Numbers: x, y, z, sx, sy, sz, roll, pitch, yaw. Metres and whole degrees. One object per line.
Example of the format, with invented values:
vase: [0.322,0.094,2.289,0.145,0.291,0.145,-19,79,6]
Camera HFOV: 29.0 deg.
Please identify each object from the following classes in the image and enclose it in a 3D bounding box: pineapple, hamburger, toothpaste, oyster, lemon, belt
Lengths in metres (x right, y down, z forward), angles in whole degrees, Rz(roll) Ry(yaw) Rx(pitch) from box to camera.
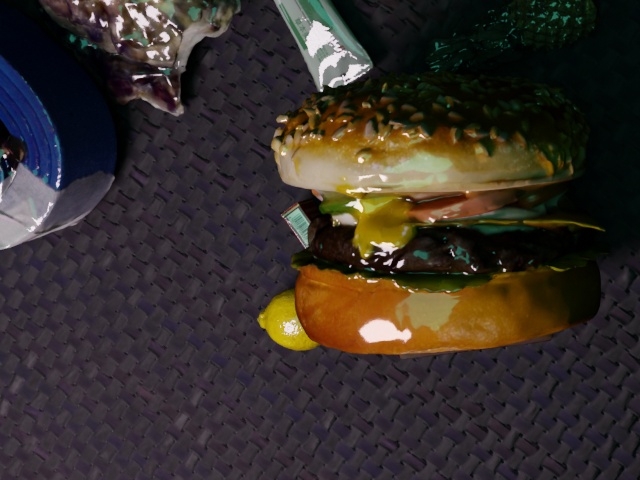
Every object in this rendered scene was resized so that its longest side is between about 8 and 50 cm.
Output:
pineapple: [0.169,-0.189,1.115,0.159,0.074,0.074,-24,90,21]
hamburger: [0.098,-0.031,1.044,0.291,0.291,0.225,0,100,15]
toothpaste: [-0.025,-0.243,1.175,0.064,0.041,0.218,-28,91,27]
oyster: [-0.205,-0.268,1.188,0.271,0.100,0.275,9,95,2]
lemon: [-0.021,0.076,1.196,0.083,0.062,0.062,-4,95,15]
belt: [-0.370,-0.136,1.224,0.347,0.117,0.212,36,111,10]

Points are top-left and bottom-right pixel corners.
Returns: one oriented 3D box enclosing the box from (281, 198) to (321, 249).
box: [0.000,0.000,1.187,0.023,0.051,0.082,-37,86,17]
